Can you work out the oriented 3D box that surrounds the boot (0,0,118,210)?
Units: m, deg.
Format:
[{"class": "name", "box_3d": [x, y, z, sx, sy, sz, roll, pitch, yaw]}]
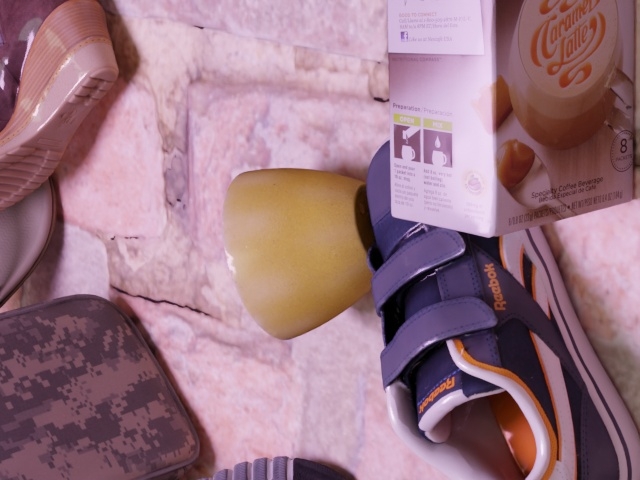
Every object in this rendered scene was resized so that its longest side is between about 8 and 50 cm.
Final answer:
[{"class": "boot", "box_3d": [-0.297, -0.156, 1.739, 0.248, 0.090, 0.207, -42, 60, 20]}]

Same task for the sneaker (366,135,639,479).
[{"class": "sneaker", "box_3d": [0.102, 0.059, 1.351, 0.321, 0.127, 0.126, 60, 139, 20]}]

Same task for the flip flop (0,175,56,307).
[{"class": "flip flop", "box_3d": [-0.343, 0.024, 1.781, 0.112, 0.277, 0.080, 29, 167, 21]}]

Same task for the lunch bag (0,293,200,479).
[{"class": "lunch bag", "box_3d": [-0.303, 0.211, 1.714, 0.212, 0.305, 0.256, 55, 135, 19]}]

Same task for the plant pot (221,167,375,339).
[{"class": "plant pot", "box_3d": [0.000, 0.000, 1.460, 0.095, 0.134, 0.134, -16, 88, 26]}]

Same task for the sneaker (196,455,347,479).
[{"class": "sneaker", "box_3d": [-0.057, 0.250, 1.628, 0.229, 0.132, 0.086, -7, 56, 21]}]

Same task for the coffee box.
[{"class": "coffee box", "box_3d": [0.125, -0.139, 1.253, 0.098, 0.141, 0.246, 13, 111, 47]}]
